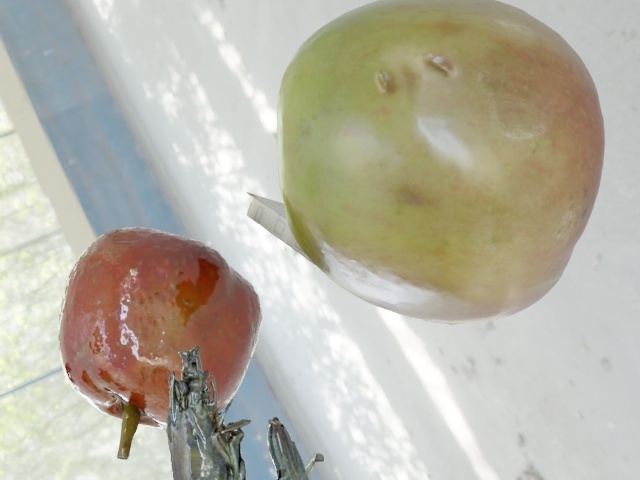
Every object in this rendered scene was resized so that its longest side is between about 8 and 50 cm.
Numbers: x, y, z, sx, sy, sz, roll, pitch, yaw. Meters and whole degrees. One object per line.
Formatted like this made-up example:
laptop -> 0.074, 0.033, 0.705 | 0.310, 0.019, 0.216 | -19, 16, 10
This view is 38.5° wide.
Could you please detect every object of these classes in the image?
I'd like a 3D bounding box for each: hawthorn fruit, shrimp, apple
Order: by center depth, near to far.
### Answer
shrimp -> -0.053, 0.139, 0.573 | 0.034, 0.091, 0.160 | 8, 109, 65
apple -> 0.105, -0.079, 0.914 | 0.338, 0.305, 0.338 | -174, 90, -87
hawthorn fruit -> -0.236, 0.151, 1.290 | 0.287, 0.287, 0.330 | 96, -176, -58

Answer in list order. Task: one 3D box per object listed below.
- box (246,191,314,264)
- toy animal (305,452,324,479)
box -> 0.000, 0.000, 1.193 | 0.247, 0.129, 0.033 | 34, 104, 56
toy animal -> -0.038, 0.512, 1.671 | 0.170, 0.090, 0.255 | 120, 152, -56
